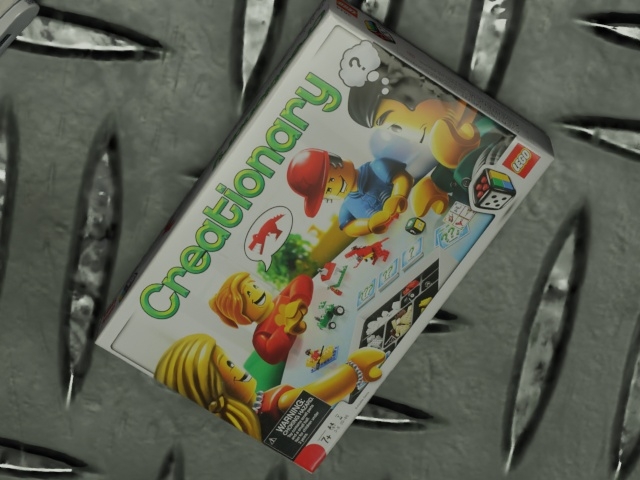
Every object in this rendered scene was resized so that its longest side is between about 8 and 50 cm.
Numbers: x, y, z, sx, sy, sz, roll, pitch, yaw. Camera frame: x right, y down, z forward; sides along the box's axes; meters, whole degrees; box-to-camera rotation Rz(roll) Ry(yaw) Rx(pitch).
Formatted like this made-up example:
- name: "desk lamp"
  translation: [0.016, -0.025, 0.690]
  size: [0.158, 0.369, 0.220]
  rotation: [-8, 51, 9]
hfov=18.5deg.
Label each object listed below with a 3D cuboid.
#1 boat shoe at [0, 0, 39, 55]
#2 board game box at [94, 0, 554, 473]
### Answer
- name: "boat shoe"
  translation: [-0.240, -0.142, 1.369]
  size: [0.100, 0.035, 0.035]
  rotation: [-43, 79, 19]
- name: "board game box"
  translation: [0.000, 0.000, 1.413]
  size: [0.193, 0.053, 0.305]
  rotation: [32, 109, -12]
